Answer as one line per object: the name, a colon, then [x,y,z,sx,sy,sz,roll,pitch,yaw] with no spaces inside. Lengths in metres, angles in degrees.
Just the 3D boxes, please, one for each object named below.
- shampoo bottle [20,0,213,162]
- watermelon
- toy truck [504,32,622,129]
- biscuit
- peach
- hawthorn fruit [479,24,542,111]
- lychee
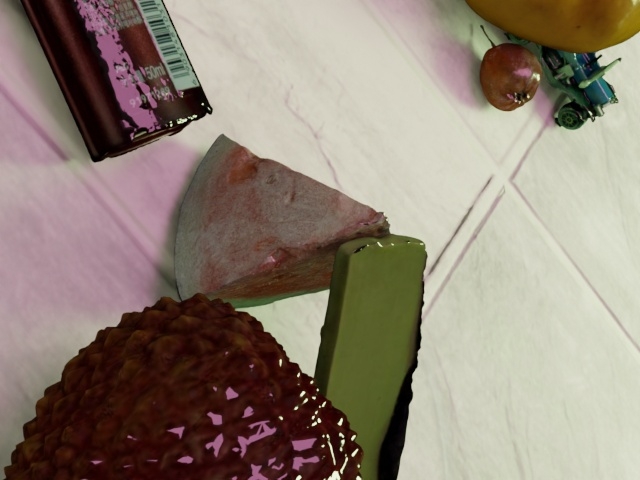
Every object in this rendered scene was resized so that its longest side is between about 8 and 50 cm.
shampoo bottle: [-0.201,-0.229,1.189,0.129,0.084,0.323,-28,94,-47]
watermelon: [-0.013,0.015,1.228,0.207,0.202,0.136,20,97,-28]
toy truck: [0.276,-0.204,1.608,0.080,0.078,0.154,-41,102,-43]
biscuit: [0.027,0.149,1.193,0.099,0.038,0.323,-5,112,-39]
peach: [0.246,-0.310,1.536,0.251,0.153,0.251,11,58,-18]
hawthorn fruit: [0.192,-0.186,1.548,0.066,0.067,0.103,13,41,-38]
lychee: [-0.109,0.173,1.035,0.271,0.271,0.271,15,66,-37]
